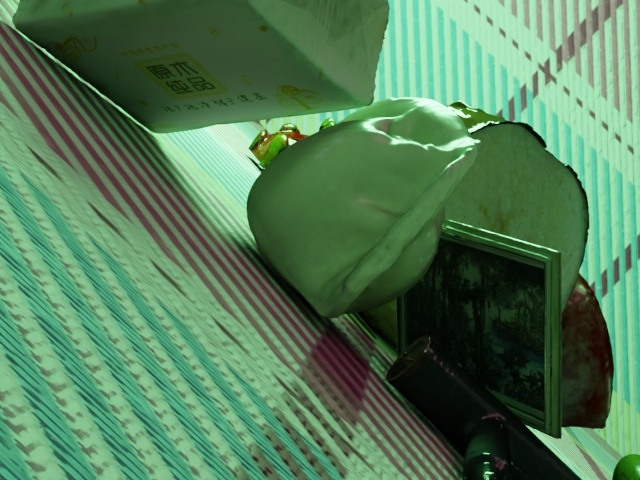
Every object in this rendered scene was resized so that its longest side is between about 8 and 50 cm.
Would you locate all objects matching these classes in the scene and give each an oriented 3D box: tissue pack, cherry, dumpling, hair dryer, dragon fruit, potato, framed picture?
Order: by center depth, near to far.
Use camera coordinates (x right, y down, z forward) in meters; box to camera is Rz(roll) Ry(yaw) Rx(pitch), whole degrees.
[{"bbox_3d":[0.124,0.155,0.825,0.173,0.050,0.195,41,8,-9],"label":"hair dryer"},{"bbox_3d":[0.113,0.058,0.940,0.011,0.141,0.183,-14,20,-33],"label":"framed picture"},{"bbox_3d":[0.032,-0.038,0.945,0.131,0.179,0.252,42,5,-21],"label":"dumpling"},{"bbox_3d":[-0.089,-0.177,0.982,0.225,0.124,0.185,-3,-28,35],"label":"tissue pack"},{"bbox_3d":[0.103,-0.008,1.188,0.196,0.246,0.300,13,-9,35],"label":"potato"},{"bbox_3d":[0.246,0.115,1.434,0.249,0.192,0.175,53,43,5],"label":"cherry"},{"bbox_3d":[-0.025,-0.108,1.748,0.138,0.175,0.142,26,45,-42],"label":"dragon fruit"}]

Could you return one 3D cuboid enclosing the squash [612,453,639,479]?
[{"bbox_3d":[0.389,0.323,1.301,0.082,0.082,0.292,40,6,-34],"label":"squash"}]
